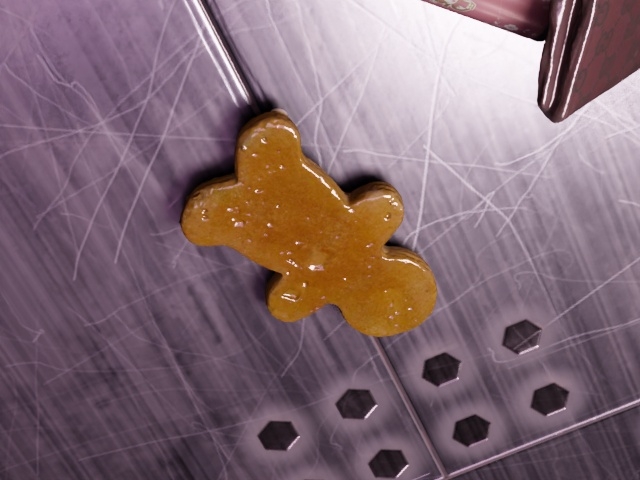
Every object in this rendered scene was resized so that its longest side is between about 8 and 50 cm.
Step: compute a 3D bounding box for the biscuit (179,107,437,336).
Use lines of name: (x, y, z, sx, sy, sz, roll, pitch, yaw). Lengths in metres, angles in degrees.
biscuit: (0.000, 0.000, 1.540, 0.301, 0.049, 0.197, 35, 115, -23)

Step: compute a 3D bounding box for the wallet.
wallet: (0.281, -0.221, 1.362, 0.049, 0.229, 0.182, 26, 122, 27)

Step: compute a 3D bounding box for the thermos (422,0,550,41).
thermos: (0.078, -0.287, 1.331, 0.330, 0.136, 0.109, 17, 84, -15)
